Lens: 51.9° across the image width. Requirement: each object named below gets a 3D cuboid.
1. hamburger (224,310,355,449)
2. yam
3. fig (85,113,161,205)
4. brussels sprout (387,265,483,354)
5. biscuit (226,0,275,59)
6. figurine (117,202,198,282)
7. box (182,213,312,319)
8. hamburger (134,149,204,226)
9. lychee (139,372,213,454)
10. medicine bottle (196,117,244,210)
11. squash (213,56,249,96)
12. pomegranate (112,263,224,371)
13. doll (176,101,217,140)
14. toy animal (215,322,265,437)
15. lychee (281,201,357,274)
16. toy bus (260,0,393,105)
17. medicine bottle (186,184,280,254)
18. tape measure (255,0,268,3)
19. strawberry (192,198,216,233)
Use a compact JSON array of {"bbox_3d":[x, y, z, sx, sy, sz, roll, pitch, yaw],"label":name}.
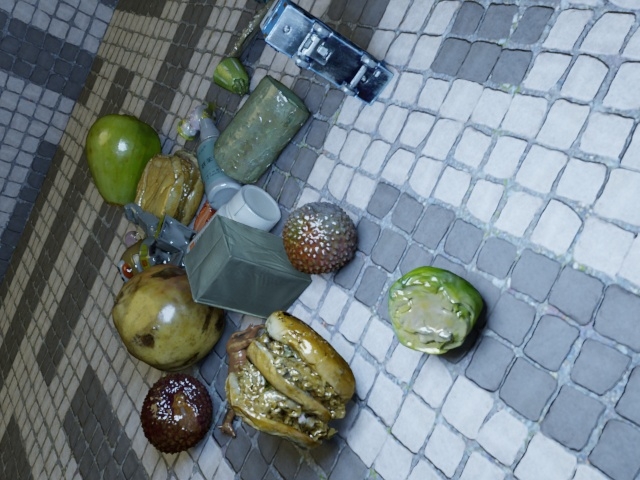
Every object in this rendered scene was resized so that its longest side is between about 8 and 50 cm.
[{"bbox_3d":[-0.053,0.274,1.270,0.245,0.260,0.211,35,86,20],"label":"hamburger"},{"bbox_3d":[-0.153,-0.291,1.717,0.268,0.161,0.161,-48,43,26],"label":"yam"},{"bbox_3d":[-0.691,-0.276,2.291,0.258,0.258,0.326,23,107,52],"label":"fig"},{"bbox_3d":[0.199,0.114,1.140,0.151,0.122,0.149,50,126,10],"label":"brussels sprout"},{"bbox_3d":[-0.221,-0.628,2.005,0.250,0.032,0.133,-47,9,26],"label":"biscuit"},{"bbox_3d":[-0.477,0.057,1.911,0.285,0.167,0.342,-13,75,43],"label":"figurine"},{"bbox_3d":[-0.168,0.066,1.510,0.149,0.231,0.155,-50,41,23],"label":"box"},{"bbox_3d":[-0.467,-0.157,2.050,0.283,0.145,0.259,26,100,48],"label":"hamburger"},{"bbox_3d":[-0.357,0.434,1.630,0.188,0.188,0.188,-25,56,43],"label":"lychee"},{"bbox_3d":[-0.301,-0.236,1.907,0.110,0.110,0.351,-47,43,27],"label":"medicine bottle"},{"bbox_3d":[-0.247,-0.477,1.984,0.132,0.105,0.105,47,112,31],"label":"squash"},{"bbox_3d":[-0.386,0.200,1.681,0.281,0.281,0.281,-25,56,43],"label":"pomegranate"},{"bbox_3d":[-0.399,-0.381,2.118,0.207,0.081,0.129,-21,39,47],"label":"doll"},{"bbox_3d":[-0.181,0.328,1.550,0.230,0.066,0.224,-32,70,26],"label":"toy animal"},{"bbox_3d":[0.000,0.000,1.412,0.165,0.197,0.165,-11,46,12],"label":"lychee"},{"bbox_3d":[0.013,-0.422,1.465,0.106,0.297,0.131,-52,35,21],"label":"toy bus"},{"bbox_3d":[-0.224,-0.019,1.690,0.252,0.145,0.144,-47,43,27],"label":"medicine bottle"},{"bbox_3d":[-0.184,-0.820,2.055,0.146,0.081,0.125,-56,43,16],"label":"tape measure"},{"bbox_3d":[-0.331,-0.052,1.914,0.152,0.048,0.104,-60,33,6],"label":"strawberry"}]
